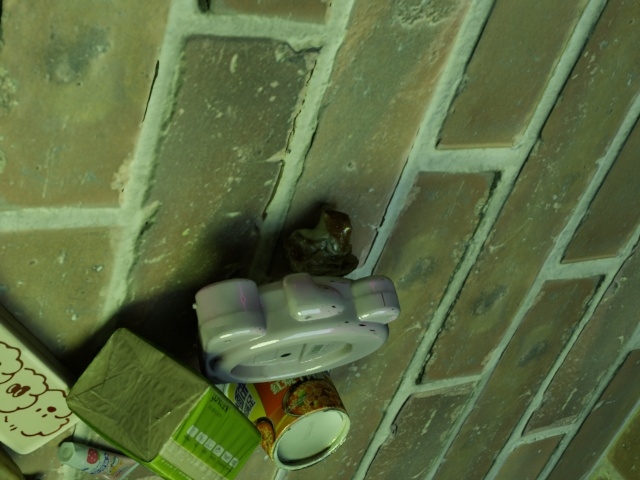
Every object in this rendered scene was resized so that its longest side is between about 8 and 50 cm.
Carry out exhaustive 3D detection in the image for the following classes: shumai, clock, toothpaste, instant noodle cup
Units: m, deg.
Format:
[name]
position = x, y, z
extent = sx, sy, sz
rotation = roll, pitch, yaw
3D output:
[shumai]
position = 0.004, 0.000, 1.634
extent = 0.145, 0.145, 0.116
rotation = -3, 108, -35
[clock]
position = -0.044, 0.145, 1.611
extent = 0.322, 0.113, 0.295
rotation = -8, 158, -10
[toothpaste]
position = -0.401, 0.403, 1.780
extent = 0.067, 0.043, 0.194
rotation = -43, 146, 3
[instant noodle cup]
position = -0.051, 0.312, 1.837
extent = 0.213, 0.174, 0.213
rotation = -20, 138, -19

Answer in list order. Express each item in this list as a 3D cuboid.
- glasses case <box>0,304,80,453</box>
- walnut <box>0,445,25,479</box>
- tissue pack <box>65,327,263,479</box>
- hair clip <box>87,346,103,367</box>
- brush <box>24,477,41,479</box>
[glasses case]
position = -0.486, 0.199, 1.479
extent = 0.144, 0.076, 0.336
rotation = -33, 141, -4
[walnut]
position = -0.560, 0.401, 1.533
extent = 0.198, 0.198, 0.245
rotation = -36, 122, 0
[tissue pack]
position = -0.246, 0.290, 1.599
extent = 0.167, 0.200, 0.275
rotation = -54, 152, -13
[hair clip]
position = -0.353, 0.243, 1.648
extent = 0.062, 0.056, 0.214
rotation = -2, 126, -7
[brush]
position = -0.611, 0.452, 1.650
extent = 0.301, 0.071, 0.084
rotation = 4, 115, -38
